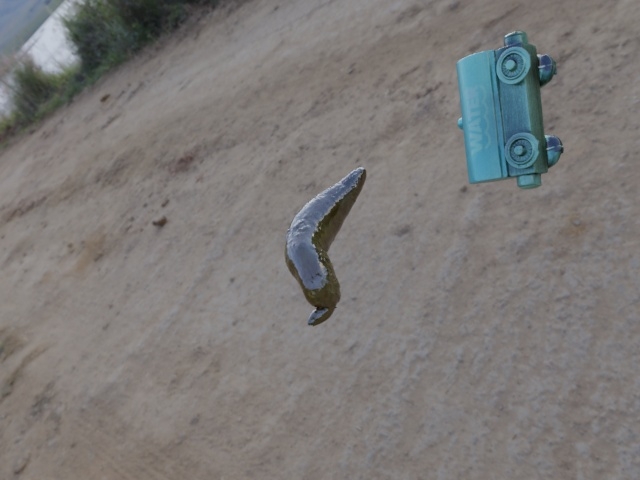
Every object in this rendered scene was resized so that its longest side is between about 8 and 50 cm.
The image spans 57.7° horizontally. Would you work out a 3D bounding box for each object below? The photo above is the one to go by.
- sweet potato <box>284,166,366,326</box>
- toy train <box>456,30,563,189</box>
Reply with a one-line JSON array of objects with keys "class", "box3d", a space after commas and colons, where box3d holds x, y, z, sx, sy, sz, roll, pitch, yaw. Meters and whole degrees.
[{"class": "sweet potato", "box3d": [-0.004, 0.001, 1.054, 0.124, 0.098, 0.309, 9, 65, 12]}, {"class": "toy train", "box3d": [0.294, -0.202, 0.939, 0.159, 0.101, 0.247, -4, 91, 44]}]
